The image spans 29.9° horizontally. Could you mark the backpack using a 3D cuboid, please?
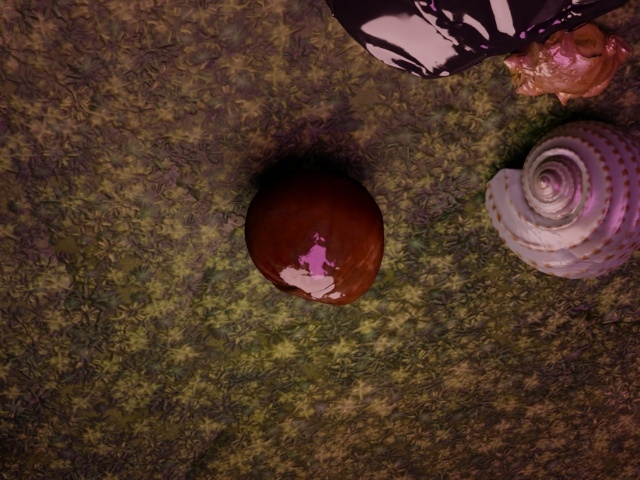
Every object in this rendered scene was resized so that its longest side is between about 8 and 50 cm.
[{"bbox_3d":[0.197,-0.384,1.584,0.445,0.255,0.363,-27,129,30],"label":"backpack"}]

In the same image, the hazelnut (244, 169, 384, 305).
[{"bbox_3d":[0.000,0.000,1.936,0.217,0.217,0.251,-36,138,17],"label":"hazelnut"}]

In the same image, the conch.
[{"bbox_3d":[0.445,-0.043,2.022,0.319,0.215,0.303,29,129,-33],"label":"conch"}]

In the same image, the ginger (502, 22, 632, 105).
[{"bbox_3d":[0.376,-0.280,1.861,0.216,0.102,0.157,0,157,-22],"label":"ginger"}]
